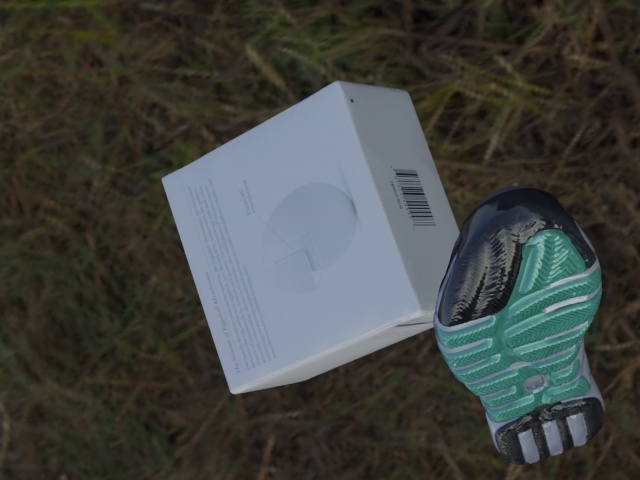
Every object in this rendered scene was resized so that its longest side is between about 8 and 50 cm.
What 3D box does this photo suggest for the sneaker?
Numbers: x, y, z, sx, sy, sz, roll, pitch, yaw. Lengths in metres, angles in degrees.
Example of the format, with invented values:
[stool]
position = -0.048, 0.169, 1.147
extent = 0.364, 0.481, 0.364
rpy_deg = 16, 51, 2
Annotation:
[sneaker]
position = 0.093, 0.028, 0.711
extent = 0.224, 0.083, 0.098
rpy_deg = 73, 179, -53

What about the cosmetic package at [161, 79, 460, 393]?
[cosmetic package]
position = 0.000, 0.000, 1.305
extent = 0.224, 0.138, 0.224
rpy_deg = -25, 78, 30
